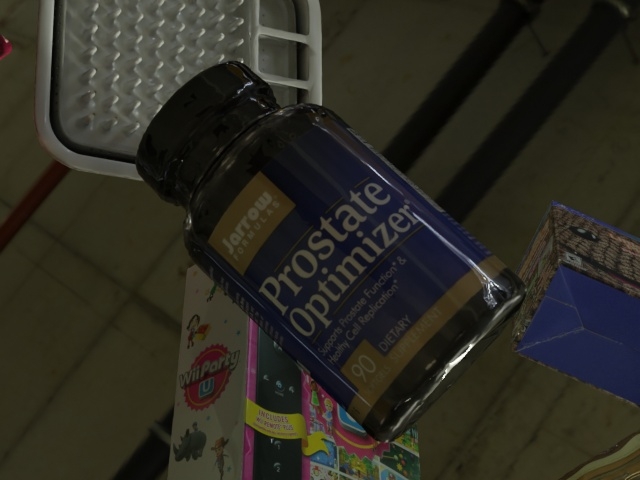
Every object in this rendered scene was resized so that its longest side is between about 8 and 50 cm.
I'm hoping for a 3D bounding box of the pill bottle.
[{"bbox_3d":[0.000,0.000,0.602,0.219,0.123,0.123,43,-93,14],"label":"pill bottle"}]

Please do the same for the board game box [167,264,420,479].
[{"bbox_3d":[-0.017,0.174,0.929,0.097,0.224,0.304,-31,-135,34],"label":"board game box"}]

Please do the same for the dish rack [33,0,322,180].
[{"bbox_3d":[-0.154,-0.188,1.127,0.072,0.332,0.286,-17,-110,54],"label":"dish rack"}]

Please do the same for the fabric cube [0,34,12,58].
[{"bbox_3d":[-0.473,-0.193,0.917,0.259,0.254,0.258,-35,-169,6],"label":"fabric cube"}]

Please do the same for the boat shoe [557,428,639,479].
[{"bbox_3d":[0.400,0.327,1.428,0.190,0.068,0.072,-36,-113,13],"label":"boat shoe"}]

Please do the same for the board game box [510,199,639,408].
[{"bbox_3d":[0.399,0.087,1.441,0.291,0.232,0.141,-60,173,-70],"label":"board game box"}]
